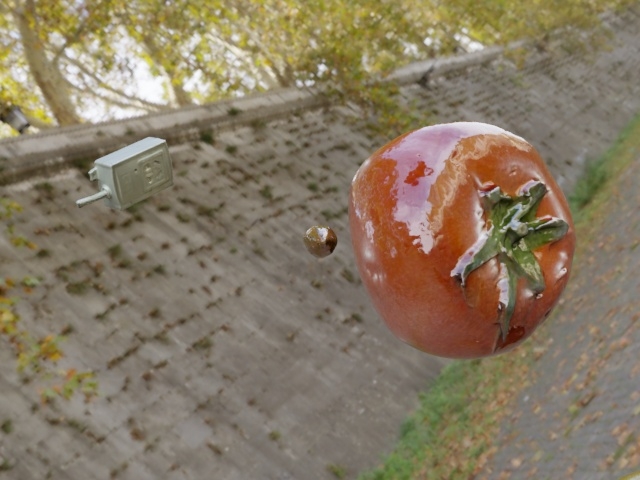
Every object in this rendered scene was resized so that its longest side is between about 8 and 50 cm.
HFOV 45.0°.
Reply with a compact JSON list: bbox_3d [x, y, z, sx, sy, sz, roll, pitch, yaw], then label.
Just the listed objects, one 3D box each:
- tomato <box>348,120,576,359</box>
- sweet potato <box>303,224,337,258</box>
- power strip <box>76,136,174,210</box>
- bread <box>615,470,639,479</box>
[{"bbox_3d":[0.190,0.007,1.095,0.341,0.341,0.273,-41,13,-33],"label":"tomato"},{"bbox_3d":[0.000,0.000,0.752,0.034,0.034,0.095,-47,-3,-5],"label":"sweet potato"},{"bbox_3d":[-0.281,-0.088,1.107,0.175,0.042,0.075,-36,-49,-42],"label":"power strip"},{"bbox_3d":[0.532,0.513,1.187,0.333,0.333,0.160,-48,-47,-3],"label":"bread"}]
